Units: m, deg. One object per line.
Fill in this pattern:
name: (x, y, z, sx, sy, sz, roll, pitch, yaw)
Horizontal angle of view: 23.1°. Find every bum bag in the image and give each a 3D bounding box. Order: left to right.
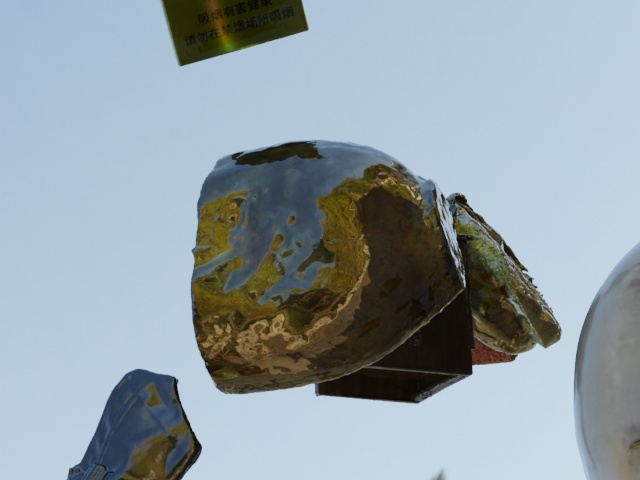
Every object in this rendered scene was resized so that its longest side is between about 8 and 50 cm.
bum bag: (-0.224, 0.279, 1.628, 0.074, 0.137, 0.310, 21, -79, -54)

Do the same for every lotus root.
lotus root: (0.011, 0.009, 1.610, 0.149, 0.260, 0.267, 58, -148, -51)

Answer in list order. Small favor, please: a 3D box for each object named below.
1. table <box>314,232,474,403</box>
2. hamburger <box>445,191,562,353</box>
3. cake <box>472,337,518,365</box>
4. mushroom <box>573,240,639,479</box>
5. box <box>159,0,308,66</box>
table: (0.099, 0.101, 2.068, 0.172, 0.169, 0.193, 7, -112, -21)
hamburger: (0.235, 0.058, 2.367, 0.134, 0.285, 0.265, -35, -56, 9)
cake: (0.300, 0.109, 2.715, 0.262, 0.159, 0.158, 126, 144, -57)
mushroom: (0.327, 0.106, 1.035, 0.297, 0.297, 0.290, -53, 7, -26)
box: (-0.129, -0.372, 1.867, 0.173, 0.043, 0.311, -16, -58, -6)
